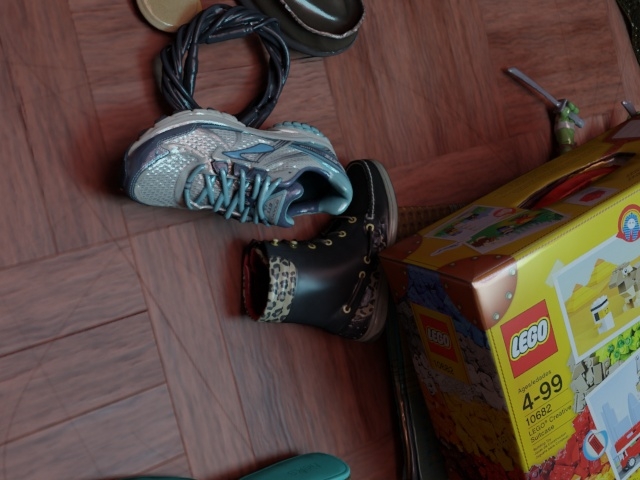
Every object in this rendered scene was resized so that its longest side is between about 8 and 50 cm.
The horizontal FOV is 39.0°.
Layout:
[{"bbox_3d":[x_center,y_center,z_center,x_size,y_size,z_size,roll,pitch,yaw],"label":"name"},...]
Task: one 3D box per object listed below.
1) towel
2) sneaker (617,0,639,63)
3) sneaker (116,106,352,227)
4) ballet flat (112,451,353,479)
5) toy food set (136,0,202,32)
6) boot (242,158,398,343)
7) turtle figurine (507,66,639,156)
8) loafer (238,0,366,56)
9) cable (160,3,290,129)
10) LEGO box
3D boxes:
[{"bbox_3d":[0.195,0.132,1.265,0.271,0.040,0.370,-5,85,-39],"label":"towel"},{"bbox_3d":[0.594,-0.399,1.619,0.086,0.064,0.192,-31,100,-31],"label":"sneaker"},{"bbox_3d":[-0.081,-0.071,0.996,0.283,0.122,0.110,-7,133,-36],"label":"sneaker"},{"bbox_3d":[-0.108,0.313,0.978,0.342,0.116,0.124,2,103,-41],"label":"ballet flat"},{"bbox_3d":[-0.177,-0.279,1.036,0.083,0.020,0.082,-39,108,-34],"label":"toy food set"},{"bbox_3d":[0.001,0.001,1.101,0.178,0.085,0.236,10,77,-34],"label":"boot"},{"bbox_3d":[0.466,-0.164,1.409,0.266,0.198,0.274,-18,99,-37],"label":"turtle figurine"},{"bbox_3d":[-0.059,-0.377,1.069,0.366,0.130,0.134,50,58,-22],"label":"loafer"},{"bbox_3d":[-0.109,-0.200,1.062,0.150,0.047,0.184,46,66,-26],"label":"cable"},{"bbox_3d":[0.365,0.089,1.155,0.500,0.193,0.372,-27,111,-23],"label":"LEGO box"}]
